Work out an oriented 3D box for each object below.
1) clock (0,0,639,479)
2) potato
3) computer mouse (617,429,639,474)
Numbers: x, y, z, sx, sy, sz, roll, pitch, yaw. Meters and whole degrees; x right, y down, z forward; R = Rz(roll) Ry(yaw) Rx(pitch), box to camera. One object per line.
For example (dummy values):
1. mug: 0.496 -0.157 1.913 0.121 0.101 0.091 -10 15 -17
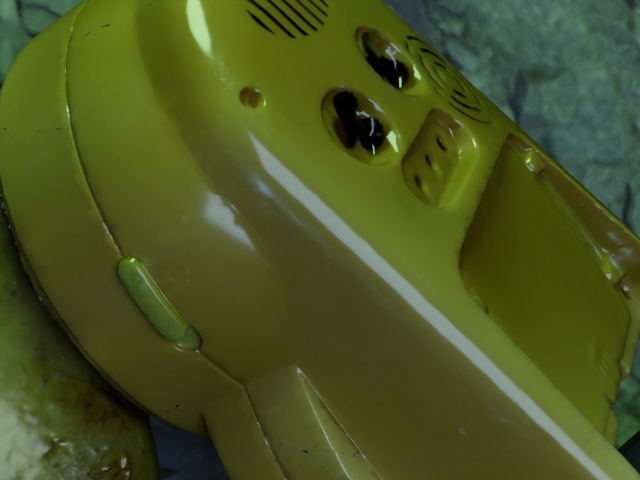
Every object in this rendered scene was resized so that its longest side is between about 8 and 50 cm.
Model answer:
1. clock: 0.000 0.000 0.849 0.200 0.244 0.317 -34 103 27
2. potato: -0.162 0.113 0.837 0.173 0.140 0.300 4 87 -22
3. computer mouse: 0.272 0.125 0.972 0.371 0.188 0.122 -17 67 -13
